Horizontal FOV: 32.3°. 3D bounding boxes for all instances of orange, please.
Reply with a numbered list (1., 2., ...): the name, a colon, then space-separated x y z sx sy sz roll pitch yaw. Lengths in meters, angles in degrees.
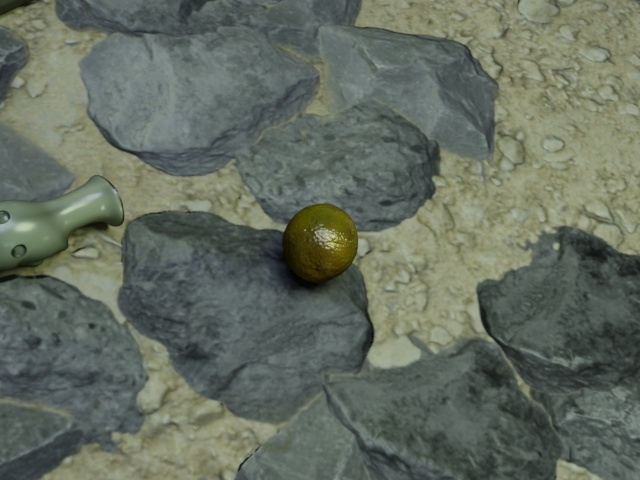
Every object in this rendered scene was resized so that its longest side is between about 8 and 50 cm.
1. orange: 0.000 0.000 1.219 0.085 0.085 0.095 13 41 -5

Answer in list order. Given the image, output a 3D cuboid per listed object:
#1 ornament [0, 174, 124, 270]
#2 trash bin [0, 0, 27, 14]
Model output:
1. ornament: -0.293 -0.015 1.168 0.156 0.081 0.075 -24 30 -31
2. trash bin: -0.486 -0.409 1.328 0.250 0.220 0.219 38 52 22
